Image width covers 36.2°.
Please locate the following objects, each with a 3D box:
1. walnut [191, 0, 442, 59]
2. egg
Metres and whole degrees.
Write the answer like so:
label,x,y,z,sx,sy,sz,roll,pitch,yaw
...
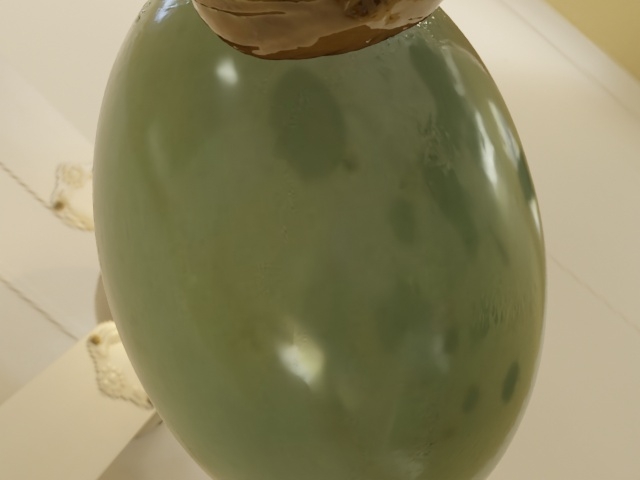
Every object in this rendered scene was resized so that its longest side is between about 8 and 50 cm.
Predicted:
label,x,y,z,sx,sy,sz,roll,pitch,yaw
walnut,-0.004,-0.145,0.342,0.149,0.166,0.166,-15,-125,-2
egg,0.000,0.000,0.623,0.276,0.276,0.388,-17,-84,-47
